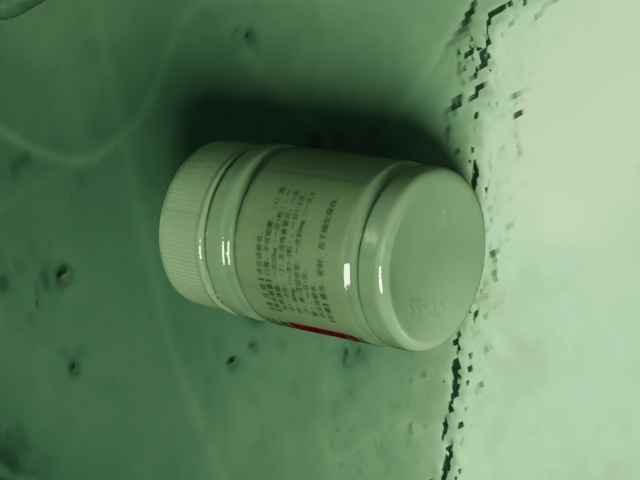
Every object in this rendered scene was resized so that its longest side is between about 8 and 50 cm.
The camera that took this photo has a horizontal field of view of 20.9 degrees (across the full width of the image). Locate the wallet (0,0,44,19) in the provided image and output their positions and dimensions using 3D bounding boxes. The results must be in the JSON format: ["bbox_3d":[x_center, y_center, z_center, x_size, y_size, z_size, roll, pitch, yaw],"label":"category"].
[{"bbox_3d":[-0.163,-0.225,0.514,0.360,0.083,0.252,40,140,-19],"label":"wallet"}]

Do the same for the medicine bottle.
[{"bbox_3d":[0.000,0.000,0.551,0.091,0.058,0.058,10,97,37],"label":"medicine bottle"}]
